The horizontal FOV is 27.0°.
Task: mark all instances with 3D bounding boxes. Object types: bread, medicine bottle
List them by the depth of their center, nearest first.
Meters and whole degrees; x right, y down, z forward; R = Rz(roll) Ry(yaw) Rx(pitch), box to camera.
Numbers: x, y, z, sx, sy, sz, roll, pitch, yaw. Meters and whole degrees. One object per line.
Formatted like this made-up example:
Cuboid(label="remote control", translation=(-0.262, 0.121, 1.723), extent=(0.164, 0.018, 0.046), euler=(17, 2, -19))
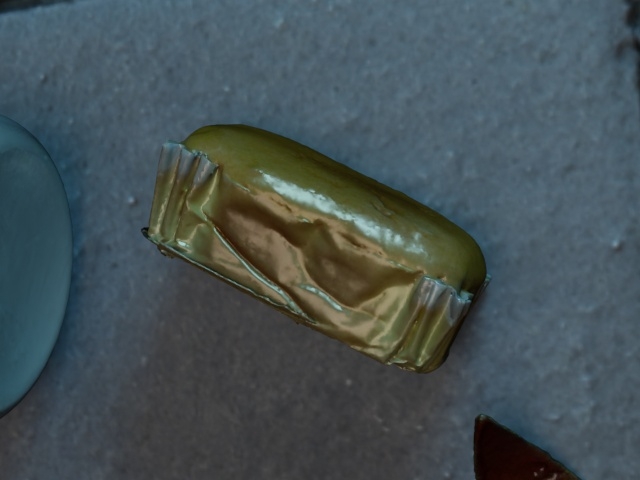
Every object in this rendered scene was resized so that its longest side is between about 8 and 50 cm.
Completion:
Cuboid(label="bread", translation=(0.000, 0.000, 0.964), extent=(0.241, 0.136, 0.107), euler=(26, 102, 11))
Cuboid(label="medicine bottle", translation=(-0.372, 0.012, 1.018), extent=(0.306, 0.245, 0.245), euler=(6, 99, 16))

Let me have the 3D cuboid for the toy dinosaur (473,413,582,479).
Cuboid(label="toy dinosaur", translation=(0.215, 0.264, 0.951), extent=(0.206, 0.113, 0.328), euler=(-12, 92, 18))
